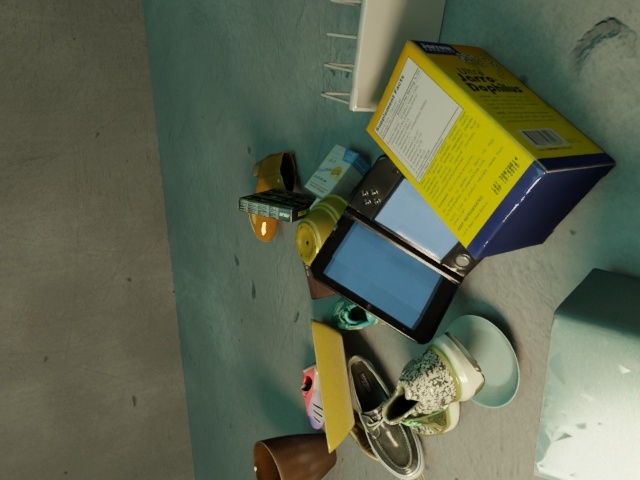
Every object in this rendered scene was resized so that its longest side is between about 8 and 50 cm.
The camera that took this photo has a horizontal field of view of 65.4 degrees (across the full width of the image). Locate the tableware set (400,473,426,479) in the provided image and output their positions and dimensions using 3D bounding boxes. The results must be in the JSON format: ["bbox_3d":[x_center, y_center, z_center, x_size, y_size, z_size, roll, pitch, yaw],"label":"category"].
[{"bbox_3d":[0.259,0.678,1.291,0.104,0.024,0.154,-53,55,49],"label":"tableware set"}]

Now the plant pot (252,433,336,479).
[{"bbox_3d":[-0.070,0.723,1.622,0.215,0.231,0.215,22,116,54],"label":"plant pot"}]

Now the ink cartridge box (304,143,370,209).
[{"bbox_3d":[0.033,-0.152,1.304,0.181,0.062,0.104,-54,41,-2],"label":"ink cartridge box"}]

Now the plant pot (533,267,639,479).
[{"bbox_3d":[0.462,0.200,0.665,0.253,0.248,0.246,11,108,37],"label":"plant pot"}]

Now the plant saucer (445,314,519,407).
[{"bbox_3d":[0.341,0.247,1.039,0.195,0.038,0.194,23,118,54],"label":"plant saucer"}]

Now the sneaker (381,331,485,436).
[{"bbox_3d":[0.205,0.343,1.091,0.410,0.182,0.158,90,156,-52],"label":"sneaker"}]

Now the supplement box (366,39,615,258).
[{"bbox_3d":[0.278,-0.172,0.883,0.356,0.196,0.194,58,141,30],"label":"supplement box"}]

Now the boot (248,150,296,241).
[{"bbox_3d":[-0.154,-0.140,1.649,0.211,0.104,0.294,1,95,58],"label":"boot"}]

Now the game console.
[{"bbox_3d":[0.170,0.020,0.988,0.293,0.173,0.250,32,133,0],"label":"game console"}]

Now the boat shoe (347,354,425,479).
[{"bbox_3d":[0.147,0.449,1.282,0.335,0.121,0.119,58,-179,33],"label":"boat shoe"}]

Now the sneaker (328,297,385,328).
[{"bbox_3d":[0.093,0.191,1.345,0.275,0.110,0.106,-26,76,57],"label":"sneaker"}]

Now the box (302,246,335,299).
[{"bbox_3d":[0.099,0.027,1.268,0.381,0.143,0.190,-26,76,55],"label":"box"}]

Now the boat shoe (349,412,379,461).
[{"bbox_3d":[0.133,0.577,1.436,0.190,0.068,0.072,-143,40,-60],"label":"boat shoe"}]

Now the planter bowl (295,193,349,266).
[{"bbox_3d":[0.000,0.000,1.206,0.217,0.091,0.216,22,116,54],"label":"planter bowl"}]

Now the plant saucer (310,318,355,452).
[{"bbox_3d":[0.033,0.382,1.401,0.332,0.081,0.332,100,162,-81],"label":"plant saucer"}]

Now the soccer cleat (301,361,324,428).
[{"bbox_3d":[-0.026,0.509,1.623,0.083,0.095,0.247,33,123,53],"label":"soccer cleat"}]

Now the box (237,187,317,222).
[{"bbox_3d":[-0.111,-0.106,1.460,0.191,0.184,0.045,14,113,27],"label":"box"}]

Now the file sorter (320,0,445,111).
[{"bbox_3d":[0.122,-0.432,1.065,0.173,0.193,0.277,39,130,50],"label":"file sorter"}]
